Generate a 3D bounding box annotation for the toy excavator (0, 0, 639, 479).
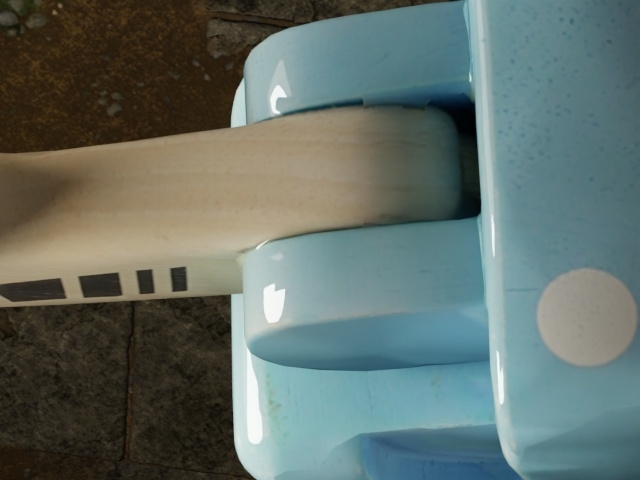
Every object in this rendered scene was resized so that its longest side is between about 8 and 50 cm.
[{"bbox_3d":[0.000,0.000,0.543,0.433,0.445,0.222,44,-139,-69],"label":"toy excavator"}]
